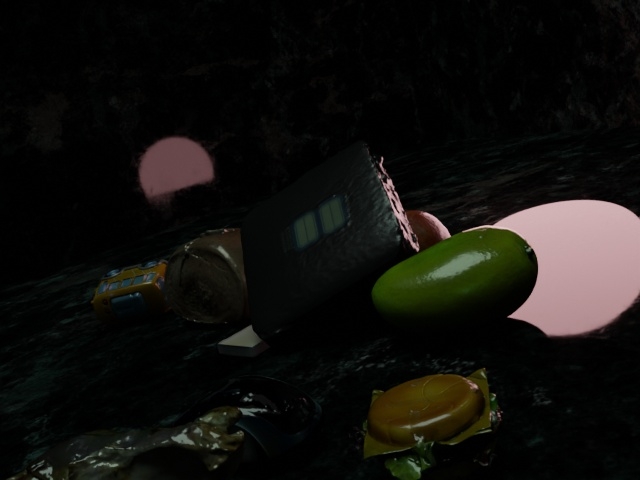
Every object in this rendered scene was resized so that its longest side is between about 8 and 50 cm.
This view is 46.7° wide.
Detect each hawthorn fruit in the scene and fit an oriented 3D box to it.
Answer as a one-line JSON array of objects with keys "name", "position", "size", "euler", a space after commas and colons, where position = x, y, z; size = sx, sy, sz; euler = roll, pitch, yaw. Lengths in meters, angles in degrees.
[{"name": "hawthorn fruit", "position": [0.176, 0.021, 1.459], "size": [0.172, 0.173, 0.173], "euler": [-15, 12, 3]}]

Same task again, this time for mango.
[{"name": "mango", "position": [0.228, 0.075, 1.213], "size": [0.273, 0.149, 0.185], "euler": [-23, 20, -9]}]

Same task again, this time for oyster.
[{"name": "oyster", "position": [-0.238, 0.292, 0.855], "size": [0.336, 0.133, 0.198], "euler": [-18, 19, 10]}]

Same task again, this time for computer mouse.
[{"name": "computer mouse", "position": [-0.110, 0.242, 0.994], "size": [0.233, 0.096, 0.137], "euler": [-10, 13, 20]}]

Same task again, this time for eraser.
[{"name": "eraser", "position": [-0.115, 0.183, 1.445], "size": [0.103, 0.023, 0.150], "euler": [-3, 17, 43]}]

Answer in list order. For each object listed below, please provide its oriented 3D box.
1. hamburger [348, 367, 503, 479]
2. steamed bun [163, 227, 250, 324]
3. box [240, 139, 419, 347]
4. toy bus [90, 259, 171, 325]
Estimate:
[{"name": "hamburger", "position": [0.125, 0.215, 0.823], "size": [0.164, 0.093, 0.189], "euler": [-12, 11, 25]}, {"name": "steamed bun", "position": [-0.209, 0.063, 1.686], "size": [0.301, 0.199, 0.251], "euler": [-4, 16, 43]}, {"name": "box", "position": [0.000, 0.000, 1.427], "size": [0.350, 0.091, 0.359], "euler": [-33, 39, 16]}, {"name": "toy bus", "position": [-0.466, 0.140, 1.859], "size": [0.209, 0.126, 0.136], "euler": [-13, 21, 9]}]
